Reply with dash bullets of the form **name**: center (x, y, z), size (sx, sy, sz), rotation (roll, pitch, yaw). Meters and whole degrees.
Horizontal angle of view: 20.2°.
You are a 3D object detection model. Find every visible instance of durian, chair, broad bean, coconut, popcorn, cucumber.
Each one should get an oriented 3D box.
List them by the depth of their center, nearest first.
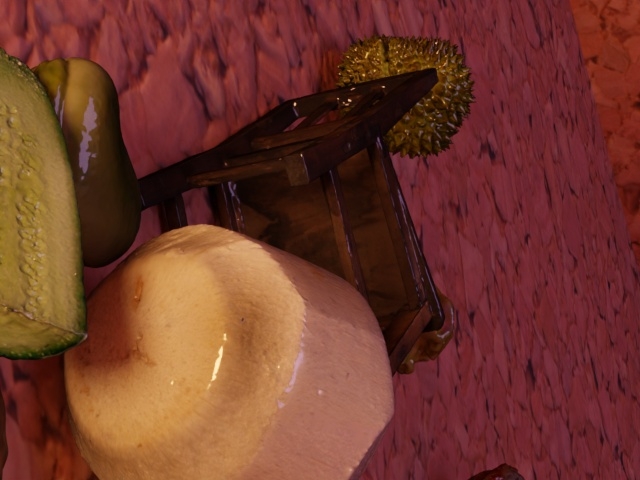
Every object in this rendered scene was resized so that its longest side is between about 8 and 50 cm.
- **cucumber**: center (-0.229, -0.032, 1.265), size (0.115, 0.063, 0.244), rotation (20, 47, -30)
- **broad bean**: center (-0.187, -0.062, 1.402), size (0.124, 0.082, 0.174), rotation (-65, 141, -58)
- **coconut**: center (-0.062, 0.117, 1.425), size (0.266, 0.237, 0.237), rotation (36, 50, -51)
- **chair**: center (0.000, 0.000, 1.724), size (0.416, 0.203, 0.241), rotation (-36, 113, -65)
- **popcorn**: center (0.084, 0.085, 2.036), size (0.145, 0.126, 0.126), rotation (48, 11, -32)
- **durian**: center (0.091, -0.165, 2.087), size (0.198, 0.159, 0.146), rotation (155, -59, -77)

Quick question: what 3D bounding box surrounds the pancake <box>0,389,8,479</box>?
- **pancake**: center (-0.278, 0.113, 1.171), size (0.250, 0.031, 0.250), rotation (-8, 90, -69)

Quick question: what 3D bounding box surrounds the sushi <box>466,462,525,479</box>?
- **sushi**: center (0.193, 0.367, 2.211), size (0.130, 0.124, 0.332), rotation (69, 23, -6)
